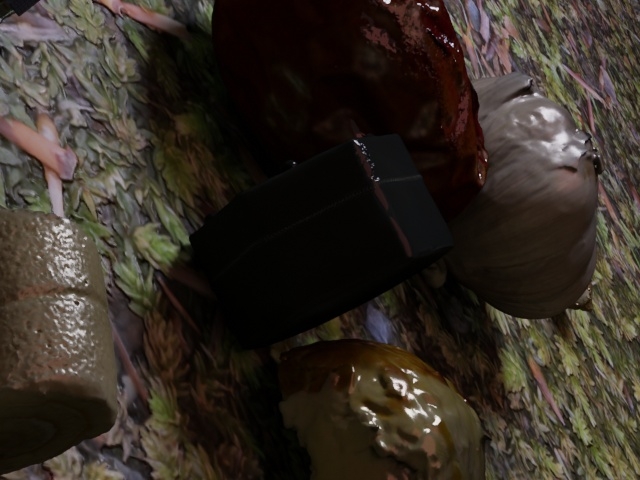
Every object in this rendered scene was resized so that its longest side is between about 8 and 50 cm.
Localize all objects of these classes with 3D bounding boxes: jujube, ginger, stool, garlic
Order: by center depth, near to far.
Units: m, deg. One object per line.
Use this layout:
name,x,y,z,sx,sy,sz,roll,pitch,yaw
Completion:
stool,0.000,0.000,1.343,0.141,0.232,0.232,62,25,6
jujube,0.038,-0.181,1.542,0.377,0.276,0.276,51,28,-30
garlic,0.227,-0.052,1.783,0.322,0.241,0.322,178,-90,-84
ginger,0.360,0.040,2.142,0.096,0.067,0.165,38,22,-41

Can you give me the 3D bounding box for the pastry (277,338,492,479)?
pastry,0.075,0.194,1.342,0.256,0.170,0.237,20,51,-61

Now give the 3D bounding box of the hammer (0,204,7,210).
hammer,-0.300,-0.054,1.066,0.182,0.017,0.062,37,35,-43

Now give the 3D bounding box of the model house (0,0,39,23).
model house,-0.284,-0.227,1.181,0.117,0.088,0.167,53,27,-20

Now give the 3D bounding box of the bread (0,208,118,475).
bread,-0.210,0.074,0.953,0.134,0.148,0.141,14,52,-37
